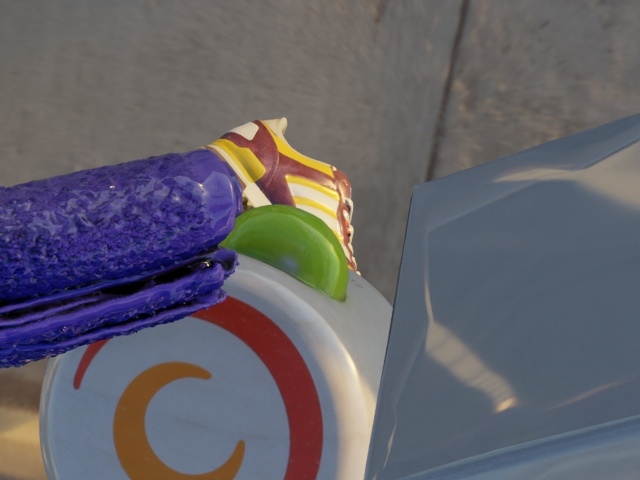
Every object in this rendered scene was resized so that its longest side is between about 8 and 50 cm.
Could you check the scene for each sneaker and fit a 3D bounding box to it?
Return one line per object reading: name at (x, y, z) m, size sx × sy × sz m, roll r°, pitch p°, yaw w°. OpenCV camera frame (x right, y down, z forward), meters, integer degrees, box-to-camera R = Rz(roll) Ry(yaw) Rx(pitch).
sneaker at (0.000, 0.000, 1.121) m, size 0.084 × 0.069 × 0.185 m, roll -29°, pitch 75°, yaw -30°

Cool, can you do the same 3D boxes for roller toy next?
roller toy at (-0.045, 0.098, 0.998) m, size 0.209 × 0.146 × 0.191 m, roll -27°, pitch 83°, yaw 18°

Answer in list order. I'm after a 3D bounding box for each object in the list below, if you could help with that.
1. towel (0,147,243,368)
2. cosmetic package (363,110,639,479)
towel at (-0.203, 0.039, 0.749) m, size 0.308 × 0.227 × 0.076 m, roll -13°, pitch 87°, yaw -25°
cosmetic package at (0.141, 0.026, 0.373) m, size 0.238 × 0.107 × 0.127 m, roll -22°, pitch 127°, yaw 27°
